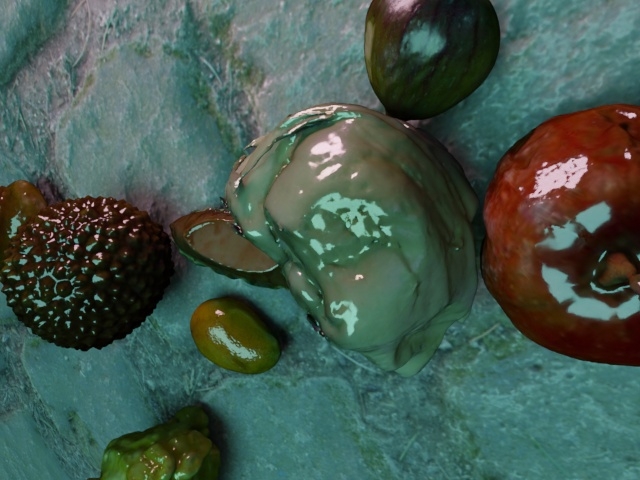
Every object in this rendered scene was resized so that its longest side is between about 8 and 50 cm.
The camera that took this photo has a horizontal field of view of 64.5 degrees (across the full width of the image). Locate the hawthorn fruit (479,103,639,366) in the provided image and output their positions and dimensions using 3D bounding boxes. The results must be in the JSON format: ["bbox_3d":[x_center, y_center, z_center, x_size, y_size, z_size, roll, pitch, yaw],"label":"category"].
[{"bbox_3d":[0.251,0.006,0.446,0.241,0.271,0.242,8,112,21],"label":"hawthorn fruit"}]

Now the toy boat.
[{"bbox_3d":[-0.147,0.002,0.780,0.292,0.099,0.109,12,87,25],"label":"toy boat"}]

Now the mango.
[{"bbox_3d":[-0.143,0.163,0.845,0.165,0.089,0.115,38,113,9],"label":"mango"}]

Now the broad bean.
[{"bbox_3d":[-0.604,-0.019,1.020,0.228,0.122,0.156,-55,52,26],"label":"broad bean"}]

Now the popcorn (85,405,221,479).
[{"bbox_3d":[-0.309,0.447,0.955,0.235,0.241,0.250,30,117,21],"label":"popcorn"}]

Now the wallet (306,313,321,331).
[{"bbox_3d":[0.000,0.000,0.698,0.119,0.025,0.232,-24,96,-5],"label":"wallet"}]

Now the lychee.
[{"bbox_3d":[-0.366,0.047,0.836,0.267,0.267,0.268,11,113,26],"label":"lychee"}]

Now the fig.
[{"bbox_3d":[0.092,-0.167,0.568,0.149,0.149,0.245,36,133,14],"label":"fig"}]

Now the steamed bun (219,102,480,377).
[{"bbox_3d":[0.059,-0.020,0.540,0.207,0.280,0.268,-42,56,5],"label":"steamed bun"}]
